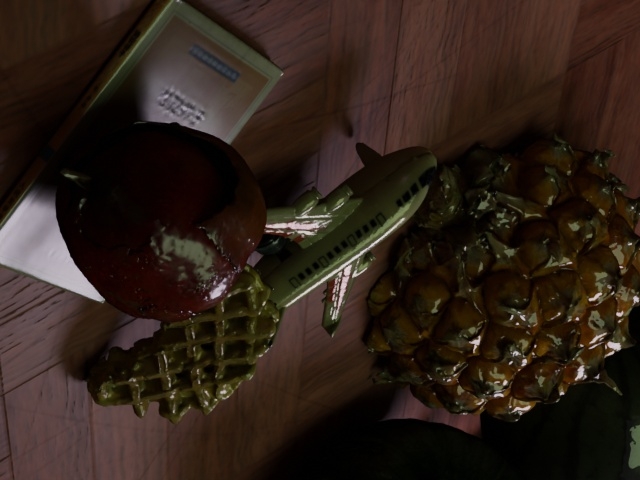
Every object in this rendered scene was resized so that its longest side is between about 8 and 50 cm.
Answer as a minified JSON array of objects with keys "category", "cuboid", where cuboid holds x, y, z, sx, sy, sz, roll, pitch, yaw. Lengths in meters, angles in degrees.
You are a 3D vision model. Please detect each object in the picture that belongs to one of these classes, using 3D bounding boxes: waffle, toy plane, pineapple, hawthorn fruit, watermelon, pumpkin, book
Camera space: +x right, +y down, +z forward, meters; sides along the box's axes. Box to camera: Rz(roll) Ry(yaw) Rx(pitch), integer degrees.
[{"category":"waffle","cuboid":[-0.120,0.077,1.417,0.149,0.051,0.194,18,131,-23]},{"category":"toy plane","cuboid":[0.000,0.000,1.491,0.244,0.092,0.229,-46,148,-2]},{"category":"pineapple","cuboid":[0.203,0.046,1.695,0.344,0.209,0.286,-45,150,-3]},{"category":"hawthorn fruit","cuboid":[-0.124,-0.021,1.230,0.172,0.148,0.148,32,99,-39]},{"category":"watermelon","cuboid":[0.322,0.206,1.969,0.279,0.279,0.359,-35,141,-23]},{"category":"pumpkin","cuboid":[0.110,0.328,1.816,0.300,0.300,0.207,-20,162,-40]},{"category":"book","cuboid":[-0.143,-0.064,1.302,0.241,0.018,0.170,-52,150,6]}]
